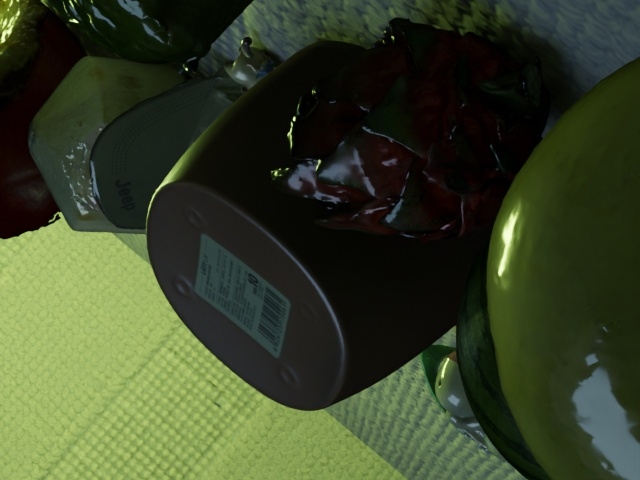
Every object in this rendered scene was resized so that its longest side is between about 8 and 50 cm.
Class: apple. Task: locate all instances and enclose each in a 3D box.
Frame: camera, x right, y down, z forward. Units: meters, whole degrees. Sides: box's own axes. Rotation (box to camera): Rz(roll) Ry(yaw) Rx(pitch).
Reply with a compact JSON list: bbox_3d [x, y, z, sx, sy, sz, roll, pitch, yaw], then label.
[{"bbox_3d":[0.230,0.029,0.651,0.292,0.292,0.254,42,-164,-3],"label":"apple"}]

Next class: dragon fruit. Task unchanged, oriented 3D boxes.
[{"bbox_3d":[0.074,-0.081,0.970,0.188,0.182,0.182,27,163,21],"label":"dragon fruit"}]

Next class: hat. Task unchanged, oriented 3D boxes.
[{"bbox_3d":[-0.123,-0.067,1.478,0.149,0.244,0.214,47,166,39],"label":"hat"}]

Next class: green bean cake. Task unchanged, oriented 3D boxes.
[{"bbox_3d":[-0.183,-0.278,1.100,0.247,0.156,0.250,50,165,-27],"label":"green bean cake"}]

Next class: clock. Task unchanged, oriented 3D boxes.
[{"bbox_3d":[0.221,0.213,1.654,0.231,0.103,0.144,38,165,2],"label":"clock"}]

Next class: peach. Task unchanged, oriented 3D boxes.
[{"bbox_3d":[-0.462,-0.183,1.821,0.353,0.339,0.416,33,167,1],"label":"peach"}]

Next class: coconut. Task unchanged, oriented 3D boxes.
[{"bbox_3d":[-0.255,-0.114,1.612,0.241,0.241,0.241,39,167,11],"label":"coconut"}]

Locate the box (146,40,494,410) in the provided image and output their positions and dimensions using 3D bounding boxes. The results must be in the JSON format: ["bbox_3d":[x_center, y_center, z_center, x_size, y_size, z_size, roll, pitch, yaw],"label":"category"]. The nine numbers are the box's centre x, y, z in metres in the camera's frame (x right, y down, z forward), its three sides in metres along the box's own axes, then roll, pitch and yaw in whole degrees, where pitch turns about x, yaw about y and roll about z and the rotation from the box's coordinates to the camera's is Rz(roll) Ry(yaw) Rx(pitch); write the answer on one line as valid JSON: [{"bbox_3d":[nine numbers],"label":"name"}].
[{"bbox_3d":[0.000,0.000,1.167,0.301,0.216,0.301,29,141,27],"label":"box"}]

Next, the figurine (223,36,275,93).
[{"bbox_3d":[-0.057,-0.172,1.334,0.083,0.047,0.050,39,157,-11],"label":"figurine"}]

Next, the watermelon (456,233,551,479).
[{"bbox_3d":[0.213,0.069,0.906,0.242,0.242,0.242,39,167,11],"label":"watermelon"}]

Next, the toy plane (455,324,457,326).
[{"bbox_3d":[0.076,0.017,1.409,0.252,0.118,0.252,36,164,12],"label":"toy plane"}]
